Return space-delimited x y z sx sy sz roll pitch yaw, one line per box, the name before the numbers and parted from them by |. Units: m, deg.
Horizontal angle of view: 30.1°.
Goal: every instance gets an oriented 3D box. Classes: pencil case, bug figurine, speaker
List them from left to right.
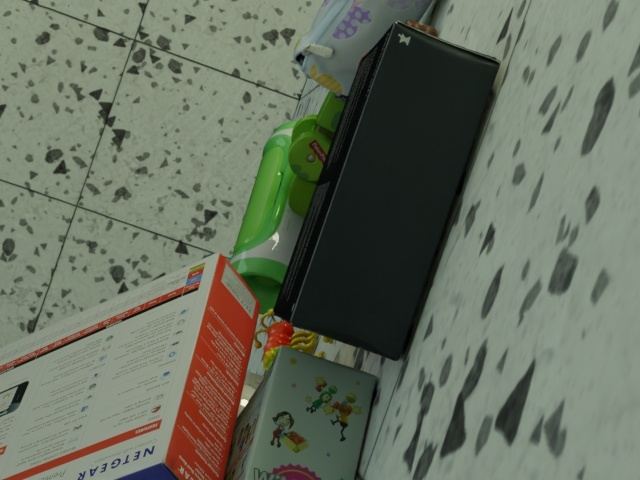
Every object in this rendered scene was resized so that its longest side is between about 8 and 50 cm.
speaker | -0.053 -0.038 1.793 0.131 0.131 0.297 118 169 -53
bug figurine | -0.019 0.079 1.414 0.216 0.072 0.279 -85 16 -64
pencil case | 0.070 -0.302 1.436 0.273 0.124 0.113 -55 40 36

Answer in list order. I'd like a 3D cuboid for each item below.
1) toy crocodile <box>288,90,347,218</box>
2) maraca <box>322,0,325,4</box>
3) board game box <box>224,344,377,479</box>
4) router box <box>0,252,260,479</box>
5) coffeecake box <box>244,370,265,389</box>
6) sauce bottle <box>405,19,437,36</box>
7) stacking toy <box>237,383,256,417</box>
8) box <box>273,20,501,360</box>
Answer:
toy crocodile | 0.037 -0.182 1.643 0.115 0.105 0.341 -87 22 -69
maraca | 0.064 -0.381 1.967 0.127 0.099 0.185 -49 -5 36
board game box | -0.054 0.277 1.037 0.224 0.097 0.303 121 165 -56
router box | -0.238 0.185 1.179 0.335 0.082 0.301 -23 30 21
coffeecake box | -0.142 0.247 1.626 0.185 0.142 0.068 -83 13 -61
sauce bottle | 0.095 -0.188 1.373 0.042 0.042 0.128 -119 48 -81
stacking toy | -0.239 0.276 1.372 0.480 0.350 0.351 -29 32 35
box | 0.051 -0.039 1.044 0.184 0.103 0.261 163 126 -86
